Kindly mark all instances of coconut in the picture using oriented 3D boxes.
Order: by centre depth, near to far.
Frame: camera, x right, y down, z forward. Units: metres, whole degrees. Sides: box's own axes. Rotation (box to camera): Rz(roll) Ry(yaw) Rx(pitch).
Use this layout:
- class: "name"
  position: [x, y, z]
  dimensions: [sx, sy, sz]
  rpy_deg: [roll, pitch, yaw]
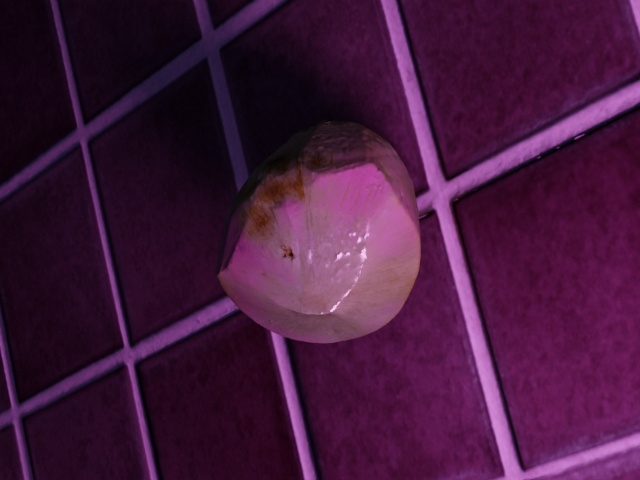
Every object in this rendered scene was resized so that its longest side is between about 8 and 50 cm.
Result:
- class: "coconut"
  position: [0.000, 0.000, 1.740]
  dimensions: [0.236, 0.236, 0.204]
  rpy_deg: [28, 146, 45]
